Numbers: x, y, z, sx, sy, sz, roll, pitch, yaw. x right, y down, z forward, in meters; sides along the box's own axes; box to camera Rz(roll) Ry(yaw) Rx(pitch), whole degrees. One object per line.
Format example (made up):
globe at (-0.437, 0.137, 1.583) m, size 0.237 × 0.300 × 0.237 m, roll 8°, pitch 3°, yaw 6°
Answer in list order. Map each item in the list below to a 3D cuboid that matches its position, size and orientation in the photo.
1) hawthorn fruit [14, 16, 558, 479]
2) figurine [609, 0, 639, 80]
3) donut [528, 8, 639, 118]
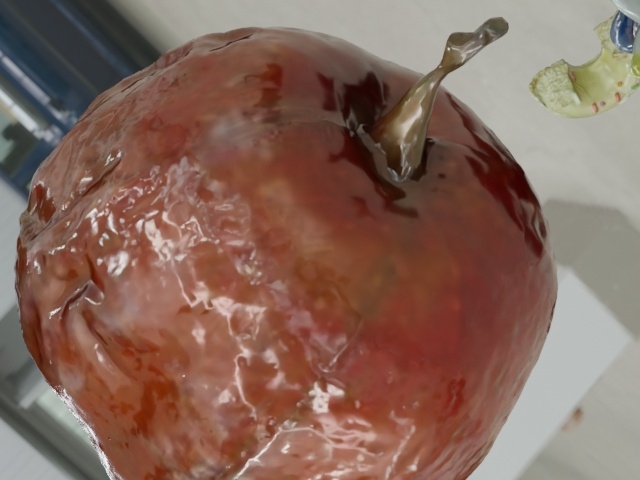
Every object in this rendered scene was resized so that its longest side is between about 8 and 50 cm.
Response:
hawthorn fruit at (0.000, 0.000, 0.547) m, size 0.242 × 0.242 × 0.272 m, roll 43°, pitch 136°, yaw -4°
figurine at (0.264, -0.127, 0.710) m, size 0.283 × 0.204 × 0.338 m, roll 28°, pitch -175°, yaw -11°
donut at (0.350, -0.207, 1.546) m, size 0.108 × 0.166 × 0.065 m, roll 22°, pitch -144°, yaw -41°
